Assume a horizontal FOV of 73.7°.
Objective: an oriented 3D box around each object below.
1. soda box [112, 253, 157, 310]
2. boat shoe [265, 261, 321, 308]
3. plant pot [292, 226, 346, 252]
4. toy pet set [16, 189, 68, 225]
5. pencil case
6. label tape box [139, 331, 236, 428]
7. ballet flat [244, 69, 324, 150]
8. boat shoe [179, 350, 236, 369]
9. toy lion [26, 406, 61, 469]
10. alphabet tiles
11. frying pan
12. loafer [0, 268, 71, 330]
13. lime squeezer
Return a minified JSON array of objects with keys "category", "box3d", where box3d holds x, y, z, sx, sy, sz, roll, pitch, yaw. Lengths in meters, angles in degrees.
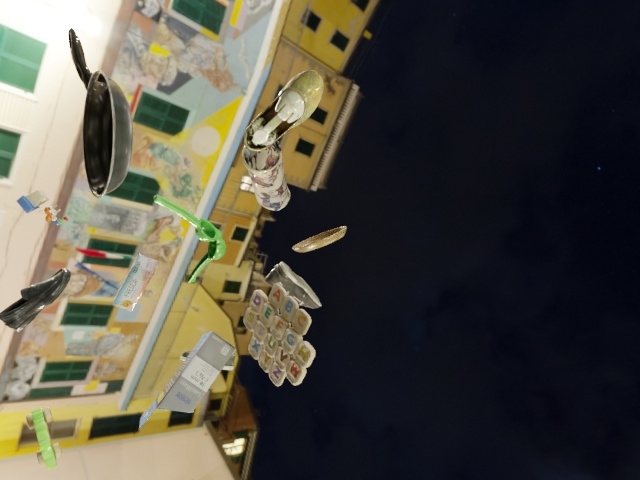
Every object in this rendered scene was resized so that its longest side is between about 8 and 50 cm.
[{"category":"soda box","box3d":[-0.555,0.128,1.277,0.183,0.062,0.058,-50,-152,26]},{"category":"boat shoe","box3d":[-0.108,0.199,1.731,0.095,0.335,0.112,-36,-133,3]},{"category":"plant pot","box3d":[0.000,0.000,1.727,0.236,0.236,0.033,-16,-81,43]},{"category":"toy pet set","box3d":[-0.770,-0.078,1.175,0.065,0.114,0.122,-36,-163,-12]},{"category":"pencil case","box3d":[-0.226,-0.279,1.855,0.159,0.410,0.184,4,-110,3]},{"category":"label tape box","box3d":[-0.430,0.466,1.387,0.334,0.105,0.240,-56,-171,-23]},{"category":"ballet flat","box3d":[-0.125,-0.391,1.346,0.348,0.123,0.123,-30,-120,39]},{"category":"boat shoe","box3d":[-0.519,0.541,1.997,0.109,0.305,0.091,4,-107,38]},{"category":"toy lion","box3d":[-0.424,0.305,0.655,0.096,0.034,0.100,-6,-82,54]},{"category":"alphabet tiles","box3d":[-0.131,0.282,1.262,0.284,0.021,0.278,42,-60,31]},{"category":"frying pan","box3d":[-0.379,-0.206,0.721,0.326,0.053,0.197,49,-53,37]},{"category":"loafer","box3d":[-0.805,0.159,1.205,0.223,0.078,0.076,-44,-146,-3]},{"category":"lime squeezer","box3d":[-0.271,-0.005,0.948,0.311,0.109,0.059,93,-1,-54]}]
